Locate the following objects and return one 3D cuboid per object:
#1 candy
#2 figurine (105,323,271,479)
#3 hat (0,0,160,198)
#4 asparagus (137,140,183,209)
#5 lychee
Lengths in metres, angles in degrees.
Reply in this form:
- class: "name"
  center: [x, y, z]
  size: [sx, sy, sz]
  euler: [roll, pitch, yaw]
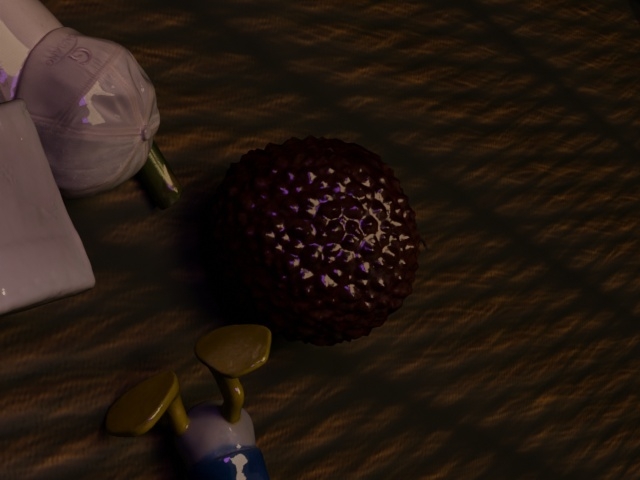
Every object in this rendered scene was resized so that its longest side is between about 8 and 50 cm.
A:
- class: "candy"
  center: [-0.387, 0.000, 1.424]
  size: [0.359, 0.145, 0.208]
  euler: [-23, 93, -58]
- class: "figurine"
  center: [-0.074, 0.309, 1.715]
  size: [0.283, 0.205, 0.338]
  euler: [-106, 172, -53]
- class: "hat"
  center: [-0.284, -0.175, 1.649]
  size: [0.275, 0.161, 0.232]
  euler: [55, 33, -19]
- class: "asparagus"
  center: [-0.220, -0.120, 1.820]
  size: [0.178, 0.041, 0.045]
  euler: [59, 27, -19]
- class: "lychee"
  center: [0.000, 0.000, 1.899]
  size: [0.300, 0.264, 0.264]
  euler: [2, 73, -36]
